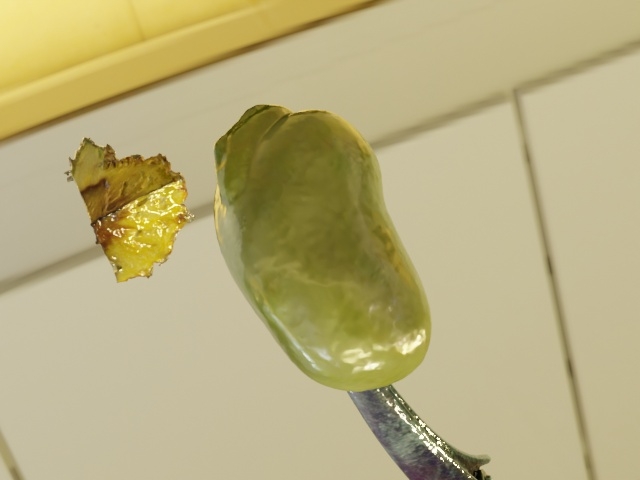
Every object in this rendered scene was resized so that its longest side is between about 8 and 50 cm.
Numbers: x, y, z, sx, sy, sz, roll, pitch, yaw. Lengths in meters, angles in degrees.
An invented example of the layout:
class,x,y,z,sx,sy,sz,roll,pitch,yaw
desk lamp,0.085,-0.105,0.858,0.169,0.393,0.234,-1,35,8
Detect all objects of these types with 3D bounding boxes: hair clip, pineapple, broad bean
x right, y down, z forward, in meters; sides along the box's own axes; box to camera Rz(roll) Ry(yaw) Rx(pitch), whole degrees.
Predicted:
class,x,y,z,sx,sy,sz,roll,pitch,yaw
hair clip,0.068,0.137,1.124,0.048,0.275,0.083,-18,-131,18
pineapple,-0.157,-0.031,1.131,0.077,0.114,0.114,-15,-128,-40
broad bean,0.000,0.000,0.875,0.124,0.082,0.174,3,-126,-41
